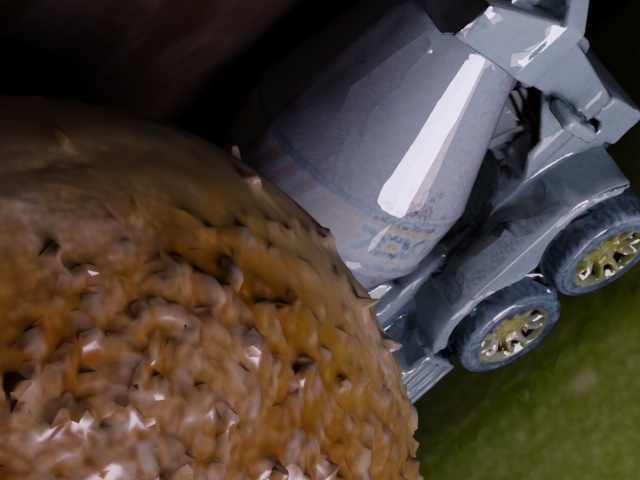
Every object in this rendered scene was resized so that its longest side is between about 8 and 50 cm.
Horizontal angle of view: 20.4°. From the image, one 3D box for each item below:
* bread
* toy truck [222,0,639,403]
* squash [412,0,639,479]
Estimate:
[{"bbox_3d":[-0.104,0.099,0.466,0.305,0.159,0.305,-17,135,-18],"label":"bread"},{"bbox_3d":[0.000,0.000,0.609,0.257,0.108,0.140,-42,148,17],"label":"toy truck"},{"bbox_3d":[0.137,0.064,0.765,0.384,0.263,0.263,-47,159,30],"label":"squash"}]
